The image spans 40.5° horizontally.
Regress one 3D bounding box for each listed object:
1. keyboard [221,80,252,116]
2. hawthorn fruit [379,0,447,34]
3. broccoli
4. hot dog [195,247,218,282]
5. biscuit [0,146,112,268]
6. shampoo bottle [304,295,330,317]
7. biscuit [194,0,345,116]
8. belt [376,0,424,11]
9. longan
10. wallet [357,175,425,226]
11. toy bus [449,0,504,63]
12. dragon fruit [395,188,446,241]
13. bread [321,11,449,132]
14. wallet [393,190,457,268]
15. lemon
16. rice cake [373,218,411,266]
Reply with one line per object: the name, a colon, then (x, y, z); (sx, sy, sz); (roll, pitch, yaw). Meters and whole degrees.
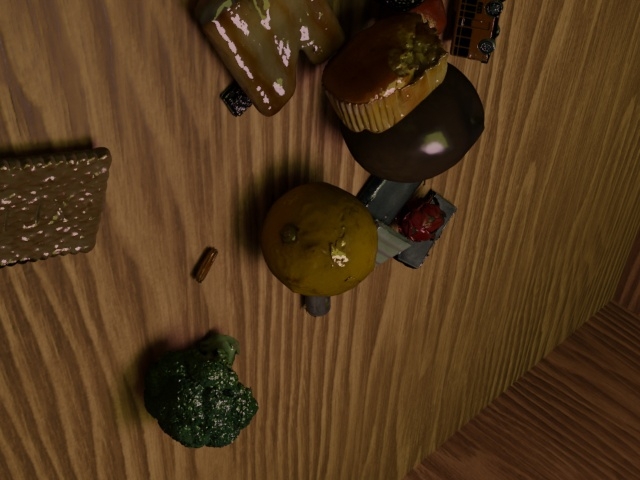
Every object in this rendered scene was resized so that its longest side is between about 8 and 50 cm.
keyboard: (-0.095, -0.332, 1.654); (0.231, 0.023, 0.072); (-48, 150, -8)
hawthorn fruit: (0.186, -0.470, 1.788); (0.138, 0.133, 0.133); (-14, 131, -45)
broccoli: (-0.253, 0.323, 1.913); (0.270, 0.269, 0.270); (87, 19, -46)
hot dog: (-0.243, 0.052, 1.835); (0.083, 0.021, 0.037); (-60, 168, 6)
biscuit: (-0.491, -0.046, 1.396); (0.324, 0.044, 0.217); (-15, 133, -44)
shampoo bottle: (-0.007, 0.098, 2.140); (0.072, 0.072, 0.214); (-34, 143, -28)
biscuit: (-0.085, -0.386, 1.550); (0.237, 0.062, 0.291); (-49, 140, -9)
belt: (0.133, -0.558, 1.598); (0.184, 0.164, 0.289); (-43, 145, -5)
longan: (0.200, -0.266, 1.864); (0.350, 0.288, 0.288); (-32, 143, -43)
wallet: (0.209, -0.171, 2.178); (0.379, 0.046, 0.190); (-55, 147, 4)
toy bus: (0.359, -0.519, 1.970); (0.098, 0.114, 0.201); (-64, 163, -46)
dragon fruit: (0.266, -0.055, 2.301); (0.142, 0.121, 0.130); (-20, 161, -20)
bread: (0.124, -0.327, 1.675); (0.250, 0.179, 0.133); (-32, 146, -5)
wallet: (0.288, -0.026, 2.434); (0.222, 0.036, 0.167); (-58, 147, 6)
lemon: (0.001, 0.000, 1.888); (0.260, 0.260, 0.284); (-52, 134, -2)
rice cake: (0.121, 0.023, 2.207); (0.189, 0.037, 0.198); (-32, 152, 9)
